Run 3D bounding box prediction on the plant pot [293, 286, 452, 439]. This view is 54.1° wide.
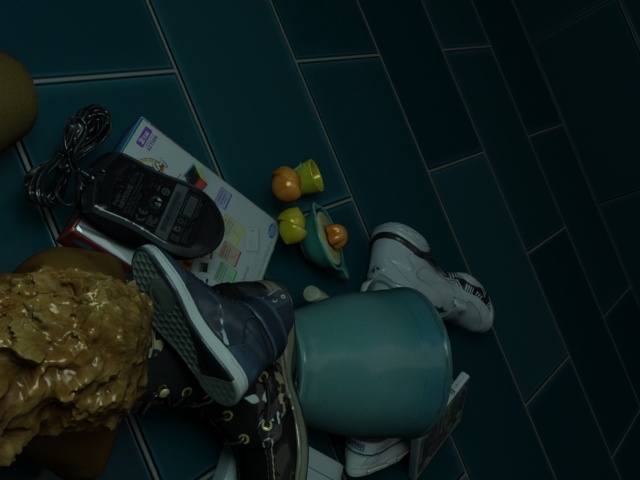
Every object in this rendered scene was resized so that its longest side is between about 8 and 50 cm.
[{"bbox_3d":[0.039,0.211,1.078,0.255,0.272,0.271,4,70,-27],"label":"plant pot"}]

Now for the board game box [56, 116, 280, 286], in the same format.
[{"bbox_3d":[-0.228,-0.014,1.032,0.316,0.064,0.242,39,50,-27],"label":"board game box"}]

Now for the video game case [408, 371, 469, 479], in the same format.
[{"bbox_3d":[0.234,0.371,1.242,0.173,0.022,0.190,-43,147,-29],"label":"video game case"}]

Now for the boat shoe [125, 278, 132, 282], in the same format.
[{"bbox_3d":[-0.322,0.120,0.900,0.049,0.056,0.152,24,63,-5],"label":"boat shoe"}]

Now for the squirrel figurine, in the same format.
[{"bbox_3d":[-0.378,0.113,0.608,0.371,0.397,0.280,10,76,-30],"label":"squirrel figurine"}]

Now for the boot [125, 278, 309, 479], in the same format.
[{"bbox_3d":[-0.165,0.227,0.877,0.284,0.138,0.377,10,71,-39],"label":"boot"}]

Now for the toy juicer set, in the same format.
[{"bbox_3d":[0.000,0.000,1.179,0.209,0.090,0.328,-7,79,-74],"label":"toy juicer set"}]

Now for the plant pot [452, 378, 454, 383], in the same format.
[{"bbox_3d":[0.194,0.295,1.288,0.095,0.134,0.134,-34,99,-24],"label":"plant pot"}]

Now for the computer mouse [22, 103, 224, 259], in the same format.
[{"bbox_3d":[-0.270,-0.060,0.918,0.272,0.072,0.188,32,55,-16],"label":"computer mouse"}]

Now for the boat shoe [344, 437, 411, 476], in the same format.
[{"bbox_3d":[0.126,0.388,1.211,0.258,0.095,0.084,4,101,-49],"label":"boat shoe"}]

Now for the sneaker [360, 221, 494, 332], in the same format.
[{"bbox_3d":[0.229,0.141,1.369,0.366,0.137,0.210,40,50,-19],"label":"sneaker"}]

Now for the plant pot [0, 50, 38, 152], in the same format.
[{"bbox_3d":[-0.483,-0.166,0.752,0.237,0.237,0.254,63,29,-5],"label":"plant pot"}]

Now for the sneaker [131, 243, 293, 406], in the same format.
[{"bbox_3d":[-0.133,0.081,0.825,0.226,0.086,0.163,56,41,-3],"label":"sneaker"}]

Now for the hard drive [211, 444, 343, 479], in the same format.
[{"bbox_3d":[-0.093,0.482,0.975,0.233,0.047,0.353,38,51,-27],"label":"hard drive"}]
